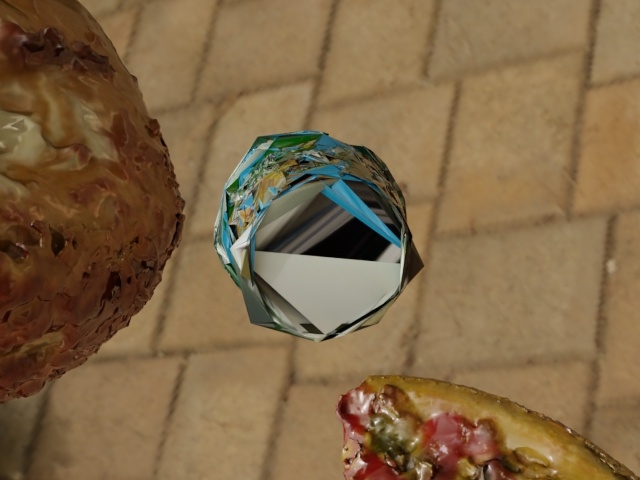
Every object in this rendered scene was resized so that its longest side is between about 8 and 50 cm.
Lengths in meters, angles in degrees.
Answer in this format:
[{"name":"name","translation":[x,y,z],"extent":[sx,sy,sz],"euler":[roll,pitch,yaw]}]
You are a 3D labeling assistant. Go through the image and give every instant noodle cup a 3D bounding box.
[{"name":"instant noodle cup","translation":[0.000,0.000,1.662],"extent":[0.240,0.240,0.178],"euler":[-46,12,4]}]

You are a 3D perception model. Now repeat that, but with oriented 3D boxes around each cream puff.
[{"name":"cream puff","translation":[-0.177,-0.032,0.602],"extent":[0.164,0.240,0.240],"euler":[-44,37,39]}]

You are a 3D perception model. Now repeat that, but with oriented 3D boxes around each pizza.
[{"name":"pizza","translation":[0.148,0.353,1.567],"extent":[0.440,0.130,0.406],"euler":[24,64,22]}]
